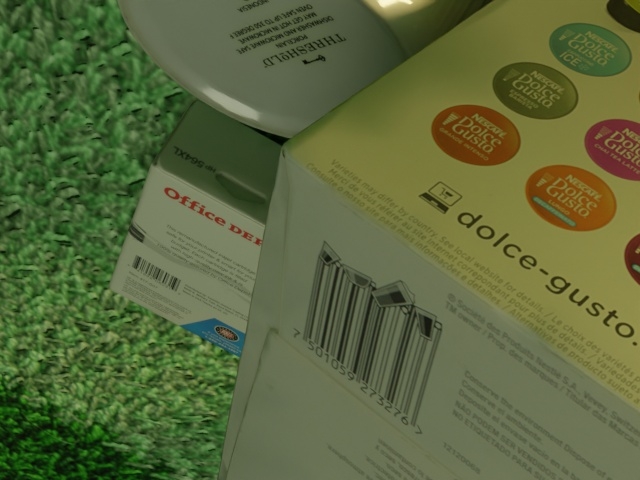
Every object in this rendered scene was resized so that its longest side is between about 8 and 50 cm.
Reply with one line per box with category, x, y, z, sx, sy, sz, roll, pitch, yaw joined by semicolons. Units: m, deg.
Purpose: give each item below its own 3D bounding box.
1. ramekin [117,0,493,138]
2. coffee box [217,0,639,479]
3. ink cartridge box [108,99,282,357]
ramekin;-0.015;-0.178;1.058;0.272;0.127;0.273;19;151;10
coffee box;0.180;0.071;1.011;0.337;0.334;0.338;37;141;22
ink cartridge box;-0.081;-0.003;1.347;0.148;0.086;0.203;29;144;-1
